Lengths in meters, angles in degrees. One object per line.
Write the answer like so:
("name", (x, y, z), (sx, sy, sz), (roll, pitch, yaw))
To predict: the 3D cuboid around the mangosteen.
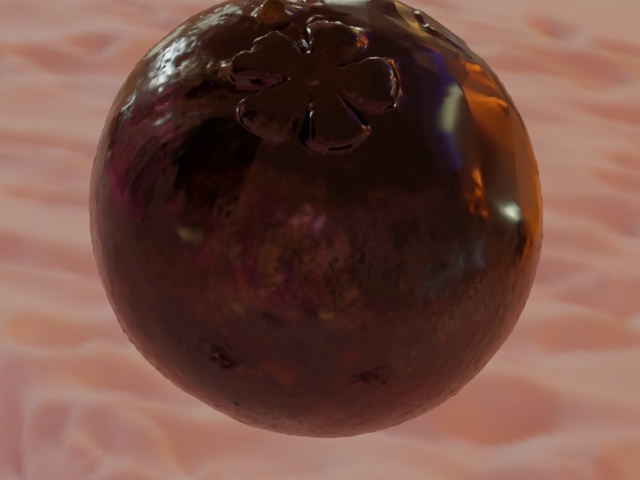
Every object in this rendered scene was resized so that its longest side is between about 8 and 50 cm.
("mangosteen", (0.000, 0.000, 1.014), (0.231, 0.231, 0.289), (14, -22, 9))
